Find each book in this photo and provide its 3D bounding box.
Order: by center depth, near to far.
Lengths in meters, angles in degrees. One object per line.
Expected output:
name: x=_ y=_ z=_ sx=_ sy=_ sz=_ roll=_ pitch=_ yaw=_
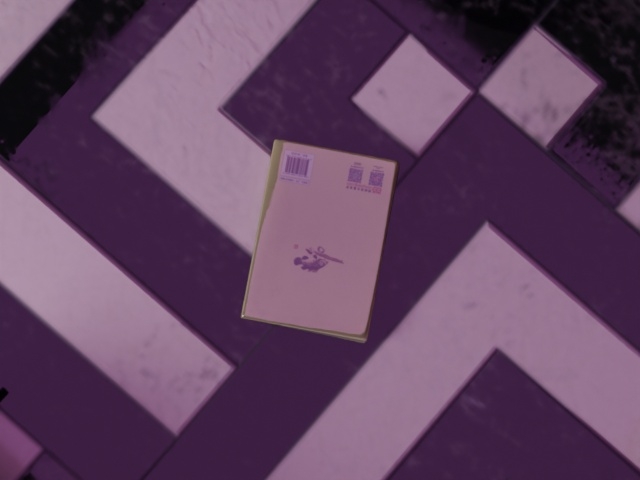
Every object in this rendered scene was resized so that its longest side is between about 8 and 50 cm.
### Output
book: x=0.000 y=0.000 z=0.766 sx=0.077 sy=0.014 sz=0.111 roll=11 pitch=85 yaw=0
